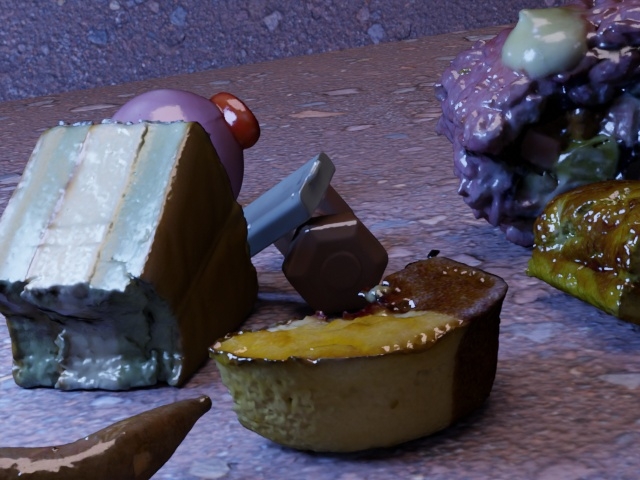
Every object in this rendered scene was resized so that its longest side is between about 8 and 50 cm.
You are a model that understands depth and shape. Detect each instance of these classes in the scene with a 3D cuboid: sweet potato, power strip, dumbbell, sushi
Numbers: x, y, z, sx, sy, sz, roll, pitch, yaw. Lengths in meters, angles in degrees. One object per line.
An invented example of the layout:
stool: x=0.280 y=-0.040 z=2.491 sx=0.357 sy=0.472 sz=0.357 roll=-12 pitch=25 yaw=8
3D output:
sweet potato: x=-0.192 y=0.150 z=0.791 sx=0.281 sy=0.059 sz=0.067 roll=-11 pitch=3 yaw=-15
power strip: x=-0.066 y=-0.009 z=1.212 sx=0.252 sy=0.027 sz=0.060 roll=-32 pitch=24 yaw=49
dumbbell: x=0.000 y=0.000 z=1.231 sx=0.082 sy=0.092 sz=0.231 roll=19 pitch=10 yaw=-13
sushi: x=0.242 y=-0.118 z=1.265 sx=0.270 sy=0.236 sz=0.171 roll=-19 pitch=26 yaw=12

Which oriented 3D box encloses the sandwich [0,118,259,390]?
sandwich: x=-0.157 y=0.047 z=1.096 sx=0.155 sy=0.227 sz=0.198 roll=0 pitch=51 yaw=18

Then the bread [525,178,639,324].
bread: x=0.255 y=0.006 z=1.053 sx=0.132 sy=0.103 sz=0.172 roll=-3 pitch=10 yaw=-13

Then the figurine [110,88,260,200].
figurine: x=-0.166 y=-0.081 z=1.452 sx=0.173 sy=0.173 sz=0.173 roll=-6 pitch=15 yaw=2

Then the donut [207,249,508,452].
donut: x=0.044 y=0.083 z=0.894 sx=0.217 sy=0.085 sz=0.141 roll=-17 pitch=18 yaw=-32
